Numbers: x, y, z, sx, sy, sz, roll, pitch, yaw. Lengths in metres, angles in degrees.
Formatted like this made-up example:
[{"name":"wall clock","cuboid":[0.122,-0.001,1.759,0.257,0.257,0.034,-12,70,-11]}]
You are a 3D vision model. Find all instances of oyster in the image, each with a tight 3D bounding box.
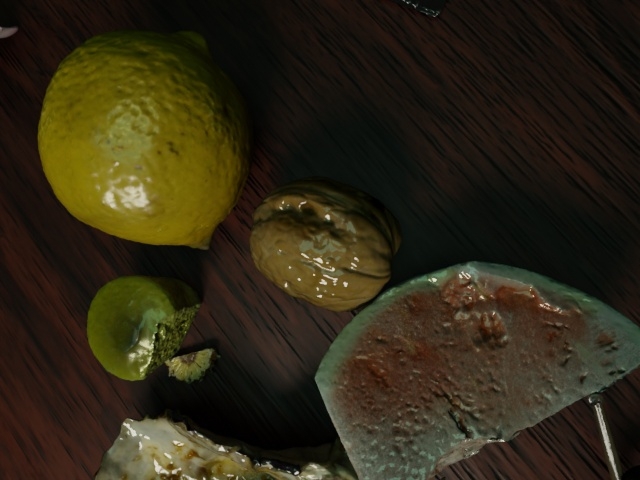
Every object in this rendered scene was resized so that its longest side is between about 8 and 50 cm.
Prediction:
[{"name":"oyster","cuboid":[-0.109,0.293,0.492,0.337,0.133,0.197,-10,84,7]}]

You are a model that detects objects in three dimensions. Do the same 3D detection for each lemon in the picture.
[{"name":"lemon","cuboid":[-0.195,-0.122,0.479,0.229,0.228,0.253,3,81,10]}]

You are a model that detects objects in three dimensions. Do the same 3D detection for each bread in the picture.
[{"name":"bread","cuboid":[-0.232,0.104,0.529,0.111,0.114,0.129,32,93,10]}]

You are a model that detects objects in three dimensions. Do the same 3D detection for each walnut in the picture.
[{"name":"walnut","cuboid":[0.000,0.000,0.480,0.184,0.155,0.155,25,92,9]}]

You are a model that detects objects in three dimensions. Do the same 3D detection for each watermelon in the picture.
[{"name":"watermelon","cuboid":[0.163,0.145,0.427,0.305,0.180,0.223,-27,110,-2]}]

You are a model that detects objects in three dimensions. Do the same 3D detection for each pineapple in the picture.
[{"name":"pineapple","cuboid":[-0.180,0.179,0.566,0.083,0.019,0.045,-18,79,9]}]

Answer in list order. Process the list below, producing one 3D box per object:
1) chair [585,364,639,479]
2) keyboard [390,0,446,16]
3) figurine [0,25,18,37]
[{"name":"chair","cuboid":[0.400,0.242,0.384,0.188,0.166,0.272,-17,82,-2]},{"name":"keyboard","cuboid":[0.085,-0.368,0.550,0.197,0.015,0.074,25,88,9]},{"name":"figurine","cuboid":[-0.593,-0.292,0.540,0.316,0.284,0.206,7,90,-2]}]
